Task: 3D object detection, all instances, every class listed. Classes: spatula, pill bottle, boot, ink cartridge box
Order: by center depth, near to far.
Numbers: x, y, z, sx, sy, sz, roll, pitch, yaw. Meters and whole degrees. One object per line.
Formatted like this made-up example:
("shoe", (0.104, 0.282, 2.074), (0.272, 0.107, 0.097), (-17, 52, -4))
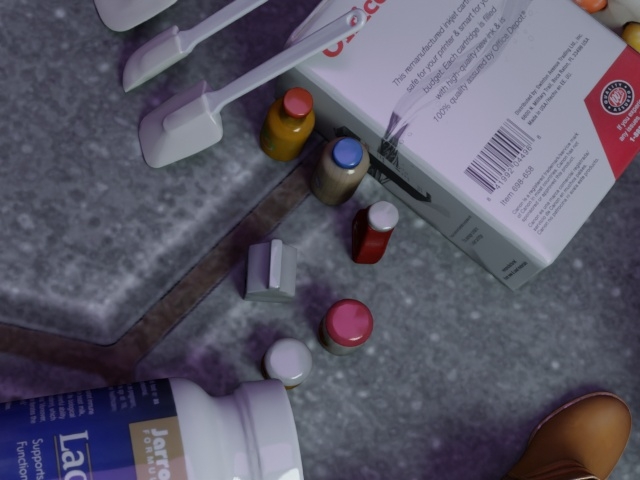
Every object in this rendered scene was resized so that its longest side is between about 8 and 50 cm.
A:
("pill bottle", (-0.150, 0.183, 1.042), (0.264, 0.153, 0.153), (-9, 78, -10))
("boot", (0.190, 0.185, 1.088), (0.197, 0.152, 0.073), (-43, 85, -15))
("spatula", (-0.073, -0.176, 1.132), (0.242, 0.019, 0.168), (-25, 73, 29))
("ink cartridge box", (0.125, -0.124, 1.173), (0.273, 0.114, 0.197), (40, 75, 2))

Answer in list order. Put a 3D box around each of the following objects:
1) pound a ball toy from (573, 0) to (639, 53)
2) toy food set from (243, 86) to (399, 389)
("pound a ball toy", (0.294, -0.220, 1.171), (0.319, 0.208, 0.136), (40, 79, 2))
("toy food set", (0.000, 0.000, 1.130), (0.111, 0.104, 0.232), (5, 76, -7))
